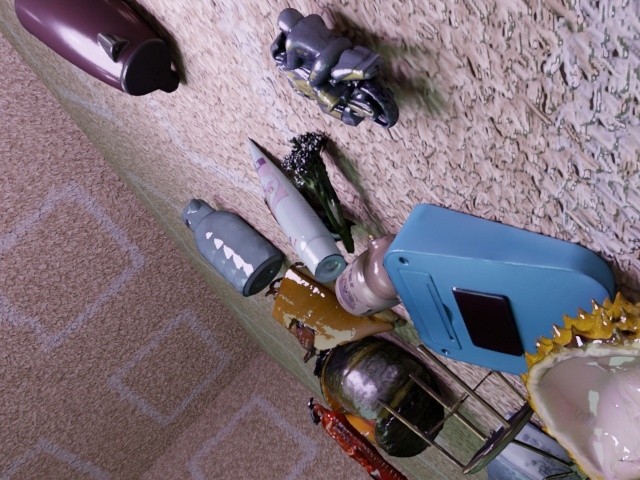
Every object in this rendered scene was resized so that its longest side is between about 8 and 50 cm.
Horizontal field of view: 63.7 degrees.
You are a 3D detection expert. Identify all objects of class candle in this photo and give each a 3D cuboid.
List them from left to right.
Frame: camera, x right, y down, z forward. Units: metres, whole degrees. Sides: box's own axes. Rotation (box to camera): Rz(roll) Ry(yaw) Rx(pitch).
[{"bbox_3d":[0.077,0.437,1.099,0.301,0.059,0.084,47,149,-14],"label":"candle"}]

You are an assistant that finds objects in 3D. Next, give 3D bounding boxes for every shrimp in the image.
[{"bbox_3d":[0.000,0.000,0.932,0.222,0.054,0.290,54,163,-23],"label":"shrimp"}]

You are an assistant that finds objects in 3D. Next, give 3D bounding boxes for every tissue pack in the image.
[{"bbox_3d":[0.422,0.463,0.947,0.228,0.103,0.315,30,158,34],"label":"tissue pack"}]

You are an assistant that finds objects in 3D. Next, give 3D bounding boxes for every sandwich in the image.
[{"bbox_3d":[0.038,0.144,1.019,0.236,0.122,0.128,31,113,25],"label":"sandwich"}]

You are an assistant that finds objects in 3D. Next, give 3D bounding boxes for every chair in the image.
[{"bbox_3d":[0.267,0.285,0.763,0.326,0.170,0.159,43,118,23],"label":"chair"}]

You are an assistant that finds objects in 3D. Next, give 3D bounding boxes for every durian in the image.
[{"bbox_3d":[0.283,0.115,0.434,0.183,0.138,0.249,38,154,26],"label":"durian"}]

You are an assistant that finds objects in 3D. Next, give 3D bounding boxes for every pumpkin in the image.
[{"bbox_3d":[0.138,0.353,1.183,0.320,0.192,0.320,39,159,18],"label":"pumpkin"}]

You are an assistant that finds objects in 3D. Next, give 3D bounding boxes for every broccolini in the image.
[{"bbox_3d":[-0.001,-0.057,0.740,0.058,0.074,0.201,8,131,34],"label":"broccolini"}]

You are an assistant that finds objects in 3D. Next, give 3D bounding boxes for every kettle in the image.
[{"bbox_3d":[-0.356,-0.333,0.869,0.232,0.144,0.202,39,-179,9],"label":"kettle"}]

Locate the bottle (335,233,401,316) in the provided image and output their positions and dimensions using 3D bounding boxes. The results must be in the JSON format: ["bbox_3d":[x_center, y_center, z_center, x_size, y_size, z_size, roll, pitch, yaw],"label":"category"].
[{"bbox_3d":[0.089,0.053,0.797,0.110,0.097,0.209,66,164,10],"label":"bottle"}]

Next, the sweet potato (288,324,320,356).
[{"bbox_3d":[-0.014,0.280,1.531,0.341,0.092,0.114,38,-174,21],"label":"sweet potato"}]

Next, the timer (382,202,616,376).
[{"bbox_3d":[0.223,0.070,0.615,0.250,0.091,0.232,11,143,40],"label":"timer"}]

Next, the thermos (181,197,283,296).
[{"bbox_3d":[-0.239,0.011,1.343,0.286,0.145,0.182,41,159,18],"label":"thermos"}]

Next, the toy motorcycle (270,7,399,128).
[{"bbox_3d":[0.003,-0.178,0.525,0.193,0.061,0.124,37,169,48],"label":"toy motorcycle"}]

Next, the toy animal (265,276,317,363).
[{"bbox_3d":[-0.053,0.162,1.242,0.087,0.243,0.260,9,149,-26],"label":"toy animal"}]

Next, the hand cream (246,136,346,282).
[{"bbox_3d":[-0.050,-0.059,0.820,0.331,0.058,0.085,58,170,44],"label":"hand cream"}]
